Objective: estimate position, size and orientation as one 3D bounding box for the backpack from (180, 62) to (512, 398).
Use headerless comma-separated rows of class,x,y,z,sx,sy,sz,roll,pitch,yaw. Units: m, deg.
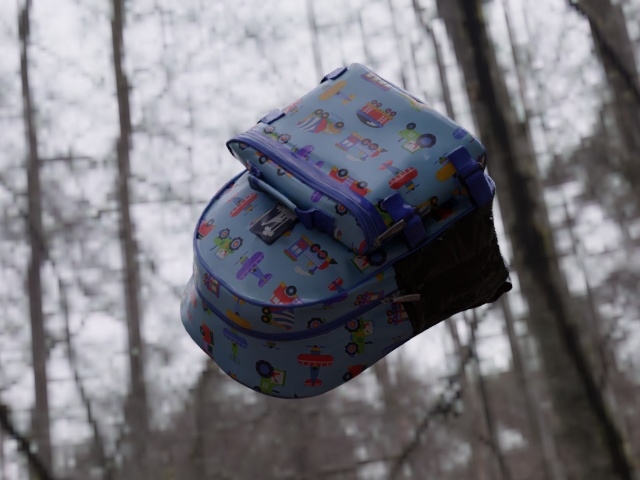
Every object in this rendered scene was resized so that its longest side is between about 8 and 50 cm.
backpack,0.000,0.000,1.018,0.173,0.158,0.117,-32,-43,-19
